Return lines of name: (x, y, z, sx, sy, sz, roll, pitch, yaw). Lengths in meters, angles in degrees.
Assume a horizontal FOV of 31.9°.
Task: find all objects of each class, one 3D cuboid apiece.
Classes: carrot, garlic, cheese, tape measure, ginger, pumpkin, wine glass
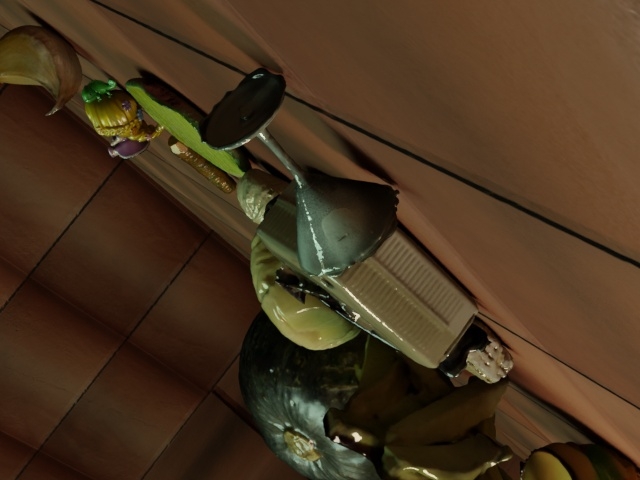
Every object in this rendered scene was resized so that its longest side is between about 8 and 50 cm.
carrot: (-0.202, -0.131, 1.940, 0.042, 0.042, 0.171, 32, 173, 45)
garlic: (-0.472, -0.306, 1.902, 0.207, 0.128, 0.115, 26, 127, 38)
cheese: (-0.023, 0.067, 1.826, 0.226, 0.117, 0.214, 37, -152, -54)
tape measure: (0.047, 0.043, 1.357, 0.271, 0.133, 0.231, 39, 175, -37)
ginger: (0.191, 0.266, 1.723, 0.413, 0.211, 0.358, 39, -168, 21)
pumpkin: (0.050, 0.290, 2.233, 0.454, 0.344, 0.454, 32, 150, 21)
wine glass: (-0.023, -0.063, 1.030, 0.183, 0.122, 0.122, 47, 170, -34)

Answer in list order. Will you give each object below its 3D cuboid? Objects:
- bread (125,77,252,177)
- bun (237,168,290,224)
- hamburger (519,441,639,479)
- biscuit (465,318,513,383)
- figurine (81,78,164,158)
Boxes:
bread: (-0.187, -0.165, 1.619, 0.228, 0.033, 0.228, 35, 174, 4)
bun: (-0.068, -0.050, 1.575, 0.115, 0.069, 0.115, 32, 173, 4)
hamburger: (0.424, 0.422, 1.745, 0.149, 0.237, 0.237, -4, -172, -18)
biscuit: (0.161, 0.117, 1.569, 0.239, 0.061, 0.108, 32, 172, 48)
figurine: (-0.344, -0.224, 1.962, 0.094, 0.115, 0.156, -94, -16, -52)
